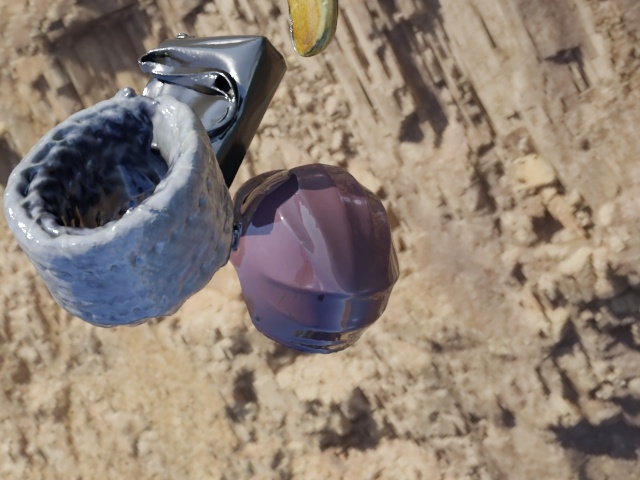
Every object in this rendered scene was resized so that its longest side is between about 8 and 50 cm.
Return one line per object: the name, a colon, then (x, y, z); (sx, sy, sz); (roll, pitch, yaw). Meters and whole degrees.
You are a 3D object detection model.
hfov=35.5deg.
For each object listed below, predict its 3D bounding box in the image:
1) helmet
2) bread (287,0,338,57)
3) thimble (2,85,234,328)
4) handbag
helmet: (0.000, 0.000, 1.580); (0.197, 0.271, 0.338); (135, 131, -58)
bread: (-0.012, -0.246, 1.042); (0.110, 0.024, 0.110); (36, 131, 56)
thimble: (-0.209, -0.033, 1.083); (0.217, 0.245, 0.157); (4, 141, 17)
handbag: (-0.212, -0.204, 1.580); (0.257, 0.285, 0.113); (14, 162, 32)
